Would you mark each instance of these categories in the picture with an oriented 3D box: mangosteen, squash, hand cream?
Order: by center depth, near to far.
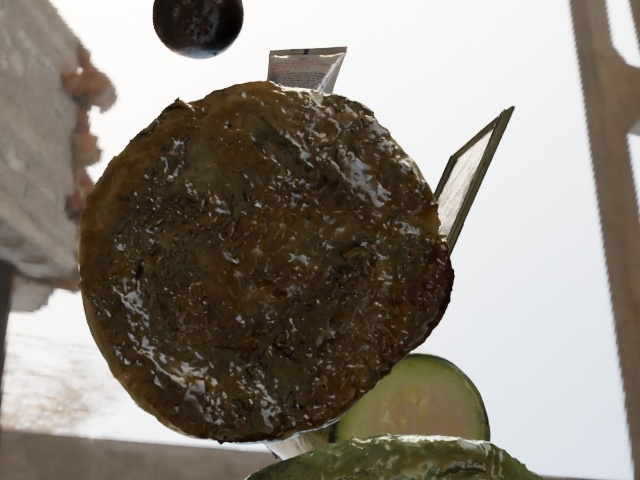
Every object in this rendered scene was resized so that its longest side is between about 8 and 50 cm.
[{"bbox_3d":[-0.043,-0.211,1.537,0.083,0.133,0.247,71,27,-54],"label":"hand cream"},{"bbox_3d":[0.061,0.274,1.547,0.384,0.263,0.263,-178,-82,-68],"label":"squash"},{"bbox_3d":[-0.196,-0.364,1.572,0.152,0.153,0.152,-29,-124,53],"label":"mangosteen"}]

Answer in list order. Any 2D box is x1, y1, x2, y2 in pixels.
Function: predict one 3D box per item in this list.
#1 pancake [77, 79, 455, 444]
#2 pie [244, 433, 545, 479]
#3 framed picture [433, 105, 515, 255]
[{"bbox_3d":[-0.050,0.011,0.910,0.065,0.356,0.356,129,-34,-74],"label":"pancake"},{"bbox_3d":[0.050,0.249,0.762,0.302,0.303,0.067,-54,-155,36],"label":"pie"},{"bbox_3d":[0.212,-0.068,1.618,0.296,0.019,0.232,-64,-172,-23],"label":"framed picture"}]
